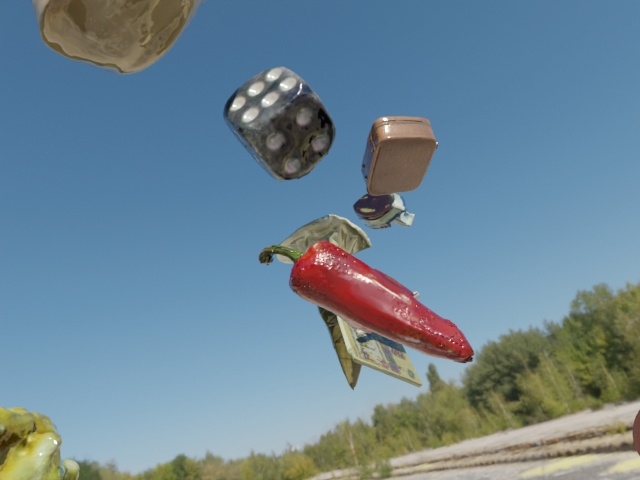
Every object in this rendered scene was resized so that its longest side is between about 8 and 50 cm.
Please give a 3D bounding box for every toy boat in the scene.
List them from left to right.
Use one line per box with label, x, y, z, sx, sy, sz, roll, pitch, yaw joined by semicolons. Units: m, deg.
toy boat;0.194;-0.083;1.506;0.115;0.114;0.262;30;-11;-28

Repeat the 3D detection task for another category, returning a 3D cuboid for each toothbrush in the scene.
toothbrush;0.168;0.174;1.226;0.026;0.024;0.288;11;20;36

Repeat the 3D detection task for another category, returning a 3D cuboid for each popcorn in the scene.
popcorn;-0.499;0.365;0.699;0.275;0.278;0.335;-6;-35;-15

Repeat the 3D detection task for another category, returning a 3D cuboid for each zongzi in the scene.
zongzi;0.122;0.252;1.425;0.145;0.299;0.274;-26;-17;36

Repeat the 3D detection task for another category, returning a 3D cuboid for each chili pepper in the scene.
chili pepper;0.064;0.089;0.801;0.110;0.388;0.110;-55;-16;-24

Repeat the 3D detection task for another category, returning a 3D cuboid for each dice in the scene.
dice;-0.089;-0.254;1.102;0.182;0.181;0.183;-42;-43;-4

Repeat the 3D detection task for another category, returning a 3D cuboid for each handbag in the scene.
handbag;0.173;-0.184;1.097;0.152;0.072;0.193;-6;-33;-6

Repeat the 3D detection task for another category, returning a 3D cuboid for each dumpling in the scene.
dumpling;0.000;0.000;1.284;0.252;0.131;0.179;-7;-27;9

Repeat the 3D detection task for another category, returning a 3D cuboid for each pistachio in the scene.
pistachio;-0.357;-0.510;0.984;0.445;0.281;0.365;-43;16;-20

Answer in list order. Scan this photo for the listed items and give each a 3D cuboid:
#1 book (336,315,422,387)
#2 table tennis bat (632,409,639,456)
book;0.133;0.253;1.161;0.192;0.168;0.013;26;-71;-22
table tennis bat;0.524;0.269;0.745;0.095;0.157;0.014;7;-3;31
